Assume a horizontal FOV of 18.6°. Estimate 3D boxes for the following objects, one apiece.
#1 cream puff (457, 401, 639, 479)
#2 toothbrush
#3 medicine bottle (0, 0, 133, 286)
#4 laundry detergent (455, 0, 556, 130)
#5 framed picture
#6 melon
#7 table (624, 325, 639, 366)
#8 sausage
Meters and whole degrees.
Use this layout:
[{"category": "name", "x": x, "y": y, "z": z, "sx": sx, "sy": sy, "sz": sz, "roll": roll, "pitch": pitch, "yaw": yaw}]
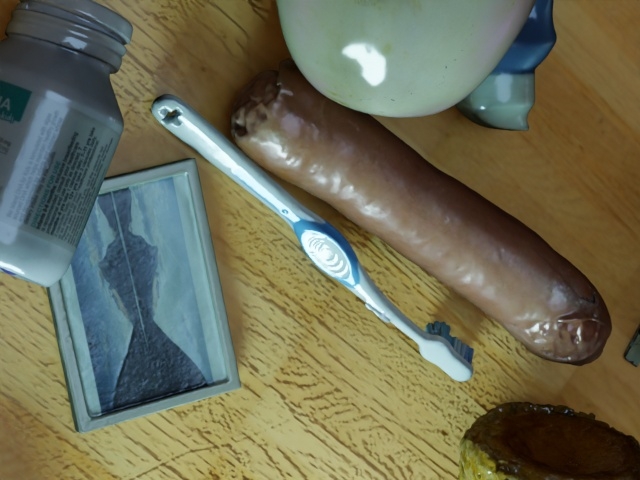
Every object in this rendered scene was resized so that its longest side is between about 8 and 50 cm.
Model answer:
[{"category": "cream puff", "x": 0.202, "y": 0.255, "z": 1.737, "sx": 0.183, "sy": 0.183, "sz": 0.169, "roll": -2, "pitch": 115, "yaw": -26}, {"category": "toothbrush", "x": -0.001, "y": 0.003, "z": 1.681, "sx": 0.386, "sy": 0.040, "sz": 0.040, "roll": 40, "pitch": 77, "yaw": -23}, {"category": "medicine bottle", "x": -0.225, "y": -0.084, "z": 1.511, "sx": 0.135, "sy": 0.135, "sz": 0.215, "roll": 23, "pitch": 84, "yaw": -26}, {"category": "laundry detergent", "x": 0.146, "y": -0.239, "z": 1.703, "sx": 0.143, "sy": 0.094, "sz": 0.290, "roll": -5, "pitch": 96, "yaw": -23}, {"category": "framed picture", "x": -0.152, "y": 0.045, "z": 1.624, "sx": 0.150, "sy": 0.015, "sz": 0.203, "roll": -14, "pitch": 100, "yaw": -24}, {"category": "melon", "x": 0.077, "y": -0.252, "z": 1.545, "sx": 0.223, "sy": 0.223, "sz": 0.317, "roll": 3, "pitch": 111, "yaw": -26}, {"category": "table", "x": 0.381, "y": 0.059, "z": 1.812, "sx": 0.062, "sy": 0.146, "sz": 0.175, "roll": 33, "pitch": 80, "yaw": -24}, {"category": "sausage", "x": 0.100, "y": -0.016, "z": 1.698, "sx": 0.419, "sy": 0.094, "sz": 0.094, "roll": 34, "pitch": 70, "yaw": -23}]
